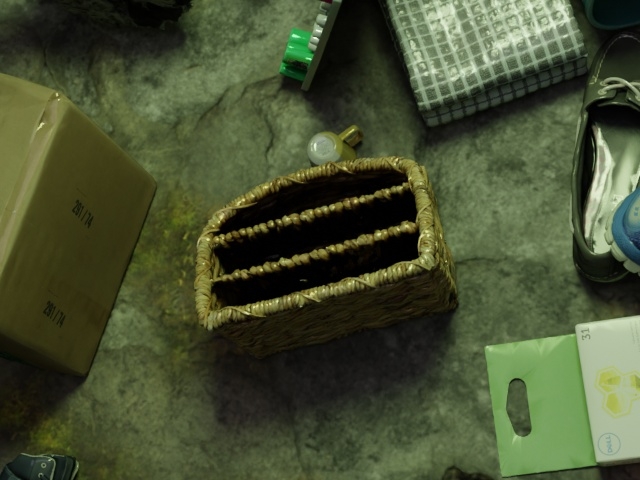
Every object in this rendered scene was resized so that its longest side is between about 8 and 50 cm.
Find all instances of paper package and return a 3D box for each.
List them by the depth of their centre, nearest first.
[{"bbox_3d":[-0.378,-0.011,1.779,0.168,0.325,0.309,16,79,17],"label":"paper package"}]

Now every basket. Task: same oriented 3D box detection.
[{"bbox_3d":[0.000,0.000,1.736,0.299,0.223,0.213,-15,72,11],"label":"basket"}]

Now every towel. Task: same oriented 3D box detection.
[{"bbox_3d":[0.195,-0.315,1.827,0.235,0.121,0.283,-21,71,7],"label":"towel"}]

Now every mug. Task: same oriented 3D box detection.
[{"bbox_3d":[0.014,-0.120,1.849,0.062,0.064,0.078,17,79,19],"label":"mug"}]

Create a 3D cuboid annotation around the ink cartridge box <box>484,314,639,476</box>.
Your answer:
[{"bbox_3d":[0.321,0.186,1.692,0.235,0.056,0.171,-9,74,10],"label":"ink cartridge box"}]

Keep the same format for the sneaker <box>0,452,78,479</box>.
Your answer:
[{"bbox_3d":[-0.331,0.364,1.791,0.226,0.086,0.163,27,86,21],"label":"sneaker"}]

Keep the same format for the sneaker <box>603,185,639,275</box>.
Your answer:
[{"bbox_3d":[0.479,-0.090,1.644,0.130,0.147,0.330,44,68,3],"label":"sneaker"}]

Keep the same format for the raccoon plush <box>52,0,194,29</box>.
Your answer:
[{"bbox_3d":[-0.295,-0.481,1.865,0.216,0.446,0.299,-1,74,42],"label":"raccoon plush"}]

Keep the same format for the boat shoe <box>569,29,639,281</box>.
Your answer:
[{"bbox_3d":[0.370,-0.115,1.739,0.112,0.095,0.335,6,77,16],"label":"boat shoe"}]

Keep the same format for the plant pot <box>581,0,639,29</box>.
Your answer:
[{"bbox_3d":[0.383,-0.441,1.728,0.272,0.271,0.255,-30,72,5],"label":"plant pot"}]

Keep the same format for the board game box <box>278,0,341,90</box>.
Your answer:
[{"bbox_3d":[0.038,-0.420,1.756,0.050,0.390,0.390,18,79,-4],"label":"board game box"}]
